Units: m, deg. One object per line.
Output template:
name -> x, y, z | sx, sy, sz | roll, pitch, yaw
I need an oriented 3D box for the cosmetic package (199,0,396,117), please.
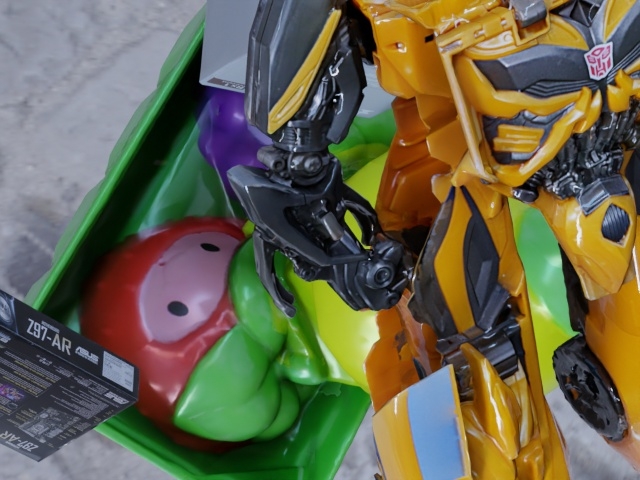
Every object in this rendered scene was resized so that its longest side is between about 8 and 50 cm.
cosmetic package -> 0.006, -0.205, 0.935 | 0.127, 0.107, 0.238 | 7, 77, -25

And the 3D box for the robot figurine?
robot figurine -> 0.085, 0.001, 0.531 | 0.211, 0.085, 0.291 | -27, 124, -19

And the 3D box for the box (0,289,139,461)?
box -> -0.128, 0.057, 0.639 | 0.067, 0.083, 0.018 | -33, 41, 30

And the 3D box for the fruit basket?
fruit basket -> 0.000, 0.000, 1.010 | 0.283, 0.392, 0.392 | 36, 106, -25
